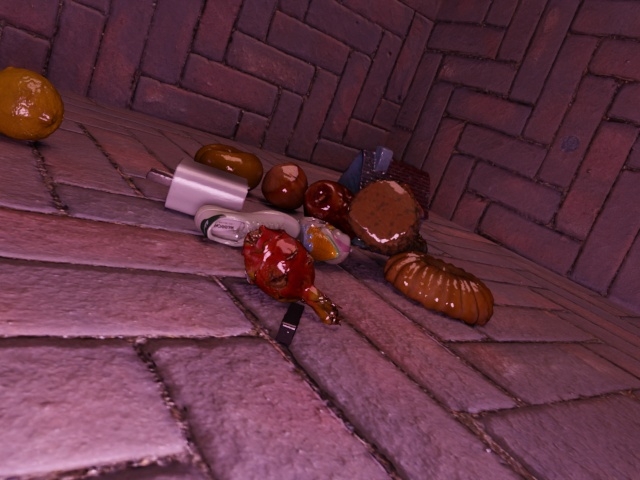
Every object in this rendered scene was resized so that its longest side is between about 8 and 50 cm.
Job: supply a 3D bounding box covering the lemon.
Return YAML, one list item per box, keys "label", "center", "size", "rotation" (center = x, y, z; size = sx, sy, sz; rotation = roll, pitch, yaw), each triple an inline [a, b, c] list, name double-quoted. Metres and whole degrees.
- label: "lemon"
  center: [-0.815, -0.372, 1.362]
  size: [0.231, 0.192, 0.192]
  rotation: [30, 16, 23]

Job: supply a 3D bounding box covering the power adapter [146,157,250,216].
- label: "power adapter"
  center: [-0.331, -0.137, 1.325]
  size: [0.256, 0.124, 0.187]
  rotation: [17, 12, -15]

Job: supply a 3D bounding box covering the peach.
- label: "peach"
  center: [-0.330, -0.263, 1.778]
  size: [0.251, 0.153, 0.251]
  rotation: [21, 6, -2]

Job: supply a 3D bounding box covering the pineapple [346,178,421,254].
- label: "pineapple"
  center: [0.196, -0.043, 1.454]
  size: [0.202, 0.201, 0.362]
  rotation: [25, -6, 15]

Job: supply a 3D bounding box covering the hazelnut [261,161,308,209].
- label: "hazelnut"
  center: [-0.119, -0.196, 1.791]
  size: [0.182, 0.182, 0.182]
  rotation: [20, 13, -5]

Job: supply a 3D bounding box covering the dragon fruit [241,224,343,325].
- label: "dragon fruit"
  center: [-0.050, 0.074, 0.947]
  size: [0.246, 0.125, 0.125]
  rotation: [40, 4, 14]

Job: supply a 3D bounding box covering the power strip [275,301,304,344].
- label: "power strip"
  center: [-0.051, 0.137, 0.839]
  size: [0.030, 0.037, 0.111]
  rotation: [21, 12, 2]

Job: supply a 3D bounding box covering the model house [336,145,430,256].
- label: "model house"
  center: [0.258, -0.143, 1.789]
  size: [0.361, 0.338, 0.297]
  rotation: [15, 13, -27]

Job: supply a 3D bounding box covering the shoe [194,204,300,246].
- label: "shoe"
  center: [-0.164, -0.020, 1.190]
  size: [0.265, 0.095, 0.110]
  rotation: [6, 18, -22]

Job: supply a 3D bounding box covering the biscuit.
- label: "biscuit"
  center: [0.335, 0.118, 1.386]
  size: [0.326, 0.107, 0.325]
  rotation: [23, 14, -6]

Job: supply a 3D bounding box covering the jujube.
- label: "jujube"
  center: [0.032, -0.089, 1.480]
  size: [0.190, 0.189, 0.255]
  rotation: [25, -11, 18]

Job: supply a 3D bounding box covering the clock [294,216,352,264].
- label: "clock"
  center: [0.000, 0.000, 1.325]
  size: [0.144, 0.103, 0.231]
  rotation: [6, 17, -22]
